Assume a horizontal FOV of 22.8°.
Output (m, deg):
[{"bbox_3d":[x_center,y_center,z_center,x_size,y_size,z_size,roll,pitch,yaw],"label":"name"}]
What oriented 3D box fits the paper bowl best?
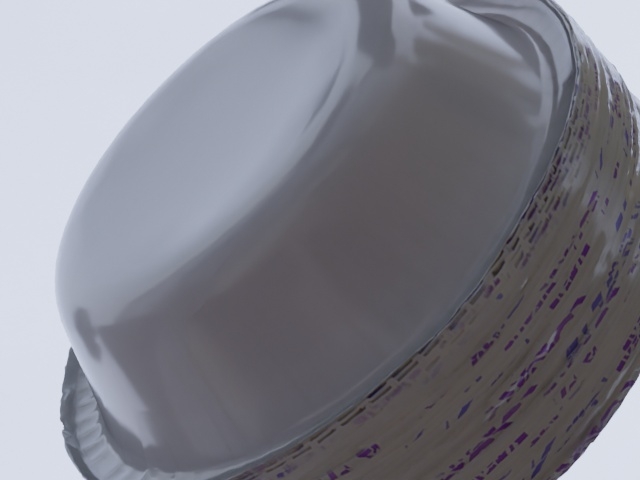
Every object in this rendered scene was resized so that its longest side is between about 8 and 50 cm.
[{"bbox_3d":[0.000,0.000,0.681,0.284,0.284,0.148,-43,-62,7],"label":"paper bowl"}]
